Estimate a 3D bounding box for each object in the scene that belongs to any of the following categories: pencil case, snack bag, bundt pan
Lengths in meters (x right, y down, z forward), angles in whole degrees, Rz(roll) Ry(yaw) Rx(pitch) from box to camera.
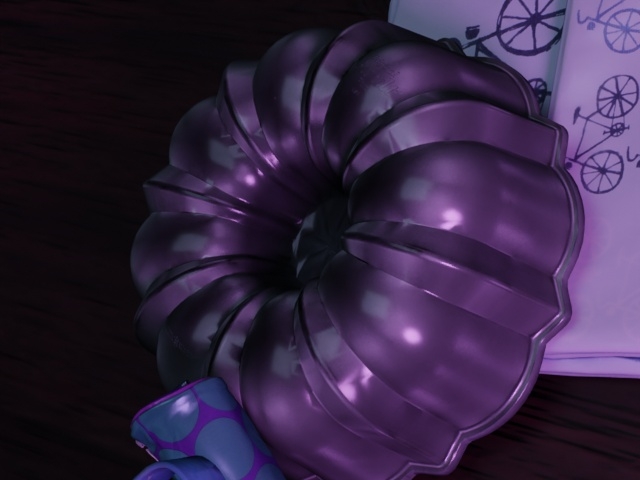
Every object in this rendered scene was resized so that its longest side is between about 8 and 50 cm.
[{"bbox_3d":[-0.056,0.158,1.074,0.070,0.064,0.151,-30,89,19],"label":"pencil case"},{"bbox_3d":[0.155,-0.063,1.182,0.343,0.037,0.323,-1,66,36],"label":"snack bag"},{"bbox_3d":[0.000,0.000,1.157,0.331,0.124,0.330,-15,65,35],"label":"bundt pan"}]

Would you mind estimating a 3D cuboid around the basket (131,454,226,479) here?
[{"bbox_3d":[-0.100,0.281,0.953,0.289,0.201,0.254,-38,63,41],"label":"basket"}]
